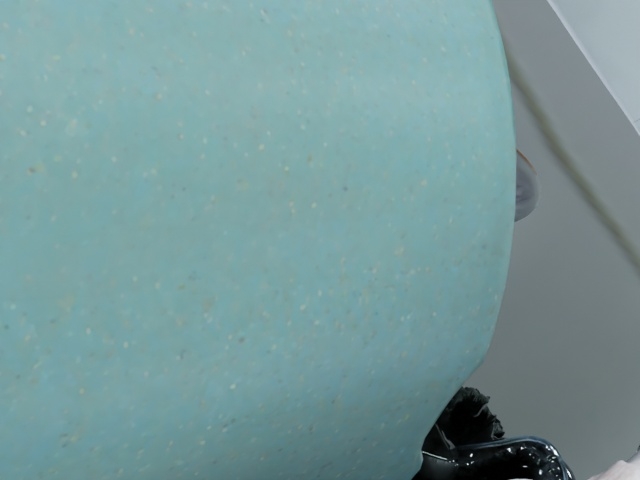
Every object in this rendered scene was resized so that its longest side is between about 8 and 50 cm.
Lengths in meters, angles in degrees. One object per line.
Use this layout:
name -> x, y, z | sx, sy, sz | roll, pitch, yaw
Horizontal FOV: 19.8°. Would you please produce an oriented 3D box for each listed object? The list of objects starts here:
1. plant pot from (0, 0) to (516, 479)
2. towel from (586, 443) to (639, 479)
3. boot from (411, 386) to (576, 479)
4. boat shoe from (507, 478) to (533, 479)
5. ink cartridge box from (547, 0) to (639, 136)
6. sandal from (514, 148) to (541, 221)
plant pot -> -0.145, -0.019, 0.526 | 0.341, 0.334, 0.341 | 2, 92, 51
towel -> 0.142, 0.166, 0.309 | 0.317, 0.332, 0.053 | 48, 159, 13
boot -> 0.019, 0.125, 1.003 | 0.246, 0.207, 0.094 | 6, 80, 14
boat shoe -> 0.076, 0.149, 0.817 | 0.098, 0.096, 0.277 | 12, 159, 16
ink cartridge box -> 0.180, -0.160, 0.723 | 0.224, 0.045, 0.223 | -33, 107, 18
sandal -> -0.002, -0.099, 0.899 | 0.265, 0.076, 0.102 | 31, 150, -11
